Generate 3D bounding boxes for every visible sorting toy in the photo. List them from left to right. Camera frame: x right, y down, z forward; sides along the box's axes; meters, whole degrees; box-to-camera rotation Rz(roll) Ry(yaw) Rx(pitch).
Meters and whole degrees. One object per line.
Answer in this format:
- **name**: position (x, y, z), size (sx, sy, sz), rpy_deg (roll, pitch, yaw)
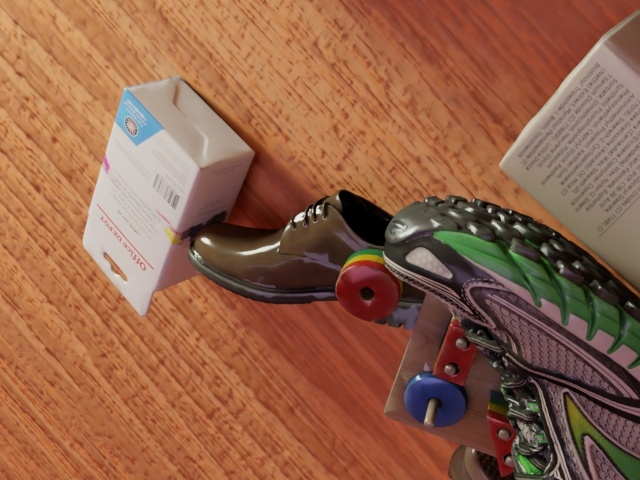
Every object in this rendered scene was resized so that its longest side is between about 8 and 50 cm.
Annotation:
- **sorting toy**: position (0.130, 0.110, 0.734), size (0.274, 0.046, 0.132), rpy_deg (19, 123, 5)

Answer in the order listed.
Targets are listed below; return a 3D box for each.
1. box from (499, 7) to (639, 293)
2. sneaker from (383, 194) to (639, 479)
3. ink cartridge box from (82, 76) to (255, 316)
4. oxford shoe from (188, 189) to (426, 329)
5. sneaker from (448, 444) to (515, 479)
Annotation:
- **box**: position (0.249, -0.004, 0.601), size (0.275, 0.094, 0.113), rpy_deg (44, 133, 8)
- **sneaker**: position (0.159, 0.106, 0.617), size (0.146, 0.134, 0.343), rpy_deg (-45, 106, 7)
- **ink cartridge box**: position (-0.135, -0.034, 0.880), size (0.104, 0.061, 0.181), rpy_deg (47, 133, 22)
- **oxford shoe**: position (0.000, 0.000, 0.802), size (0.227, 0.083, 0.096), rpy_deg (6, 116, 21)
- **sneaker**: position (0.177, 0.231, 0.819), size (0.188, 0.066, 0.071), rpy_deg (51, 150, 9)
